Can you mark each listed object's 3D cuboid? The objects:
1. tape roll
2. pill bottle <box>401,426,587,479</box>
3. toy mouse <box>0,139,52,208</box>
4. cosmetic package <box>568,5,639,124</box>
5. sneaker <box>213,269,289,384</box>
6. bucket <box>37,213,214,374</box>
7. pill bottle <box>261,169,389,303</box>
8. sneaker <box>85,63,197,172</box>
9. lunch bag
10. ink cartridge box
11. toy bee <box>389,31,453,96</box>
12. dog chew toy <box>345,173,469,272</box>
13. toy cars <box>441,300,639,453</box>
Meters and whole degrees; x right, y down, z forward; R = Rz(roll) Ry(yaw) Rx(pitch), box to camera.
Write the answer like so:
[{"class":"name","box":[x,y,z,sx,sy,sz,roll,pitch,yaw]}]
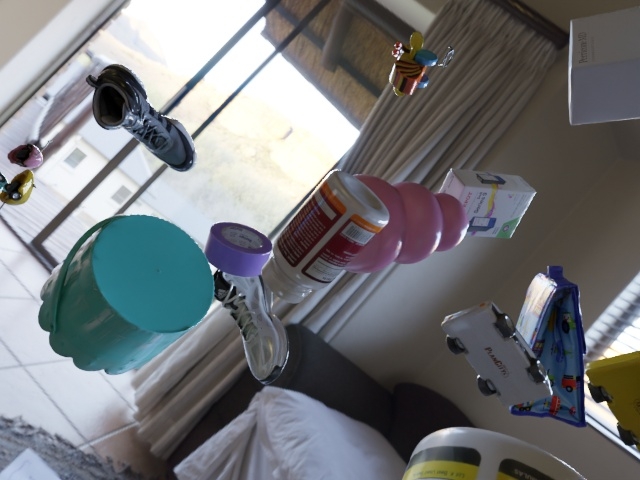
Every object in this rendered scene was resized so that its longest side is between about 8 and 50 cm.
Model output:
[{"class":"tape roll","box":[-0.241,0.023,1.310,0.189,0.080,0.189,20,22,-9]},{"class":"pill bottle","box":[0.106,0.334,0.333,0.188,0.334,0.187,19,-48,23]},{"class":"toy mouse","box":[-0.501,-0.107,0.727,0.143,0.160,0.031,27,-13,32]},{"class":"cosmetic package","box":[0.733,-0.382,0.926,0.386,0.217,0.156,0,-40,26]},{"class":"sneaker","box":[-0.267,0.246,1.453,0.258,0.169,0.447,32,26,-39]},{"class":"bucket","box":[-0.353,0.094,0.843,0.281,0.183,0.280,35,37,-32]},{"class":"pill bottle","box":[0.000,0.000,0.516,0.086,0.152,0.086,35,23,-18]},{"class":"sneaker","box":[-0.376,-0.238,0.936,0.268,0.101,0.153,52,15,-22]},{"class":"lunch bag","box":[0.472,0.196,0.941,0.138,0.292,0.221,5,3,17]},{"class":"ink cartridge box","box":[0.419,-0.094,1.165,0.213,0.154,0.093,4,36,-16]},{"class":"toy bee","box":[0.282,-0.554,1.413,0.162,0.195,0.298,32,29,15]},{"class":"dog chew toy","box":[0.163,-0.037,0.953,0.333,0.206,0.207,-2,12,-18]},{"class":"toy cars","box":[0.375,0.196,0.684,0.395,0.176,0.087,18,34,11]}]
